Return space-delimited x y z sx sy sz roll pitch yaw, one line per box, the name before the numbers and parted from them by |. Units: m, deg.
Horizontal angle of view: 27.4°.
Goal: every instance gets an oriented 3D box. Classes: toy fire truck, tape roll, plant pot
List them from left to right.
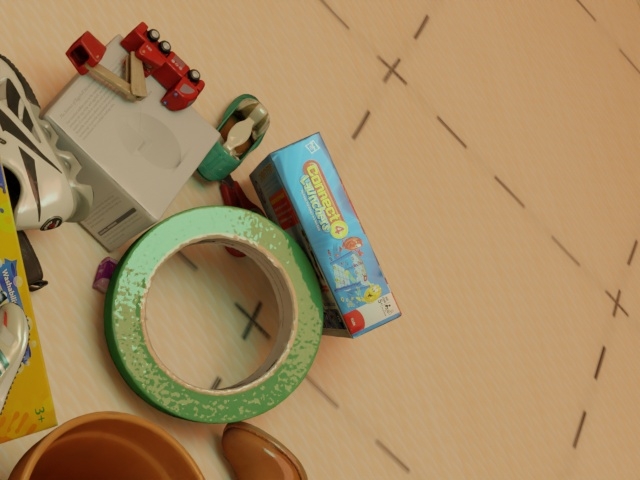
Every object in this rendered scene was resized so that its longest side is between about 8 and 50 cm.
plant pot | -0.303 0.386 1.678 0.290 0.203 0.291 20 56 -33
toy fire truck | -0.272 -0.254 1.957 0.192 0.047 0.135 45 45 -16
tape roll | -0.157 0.110 1.949 0.321 0.077 0.321 2 84 -18

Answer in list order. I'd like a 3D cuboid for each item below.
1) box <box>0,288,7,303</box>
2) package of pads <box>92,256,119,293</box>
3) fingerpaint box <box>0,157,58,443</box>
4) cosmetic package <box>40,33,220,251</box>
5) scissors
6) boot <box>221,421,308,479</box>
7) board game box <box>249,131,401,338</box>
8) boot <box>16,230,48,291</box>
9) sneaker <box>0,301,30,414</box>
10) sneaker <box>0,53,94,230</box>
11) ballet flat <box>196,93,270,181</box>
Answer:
box | -0.441 0.073 1.513 0.137 0.027 0.094 -46 113 -32
package of pads | -0.297 0.064 1.976 0.083 0.032 0.050 31 50 -26
fingerpaint box | -0.547 0.056 1.552 0.371 0.163 0.445 -13 94 -40
cosmetic package | -0.313 -0.149 1.996 0.225 0.138 0.224 46 45 -16
scissors | -0.152 -0.100 2.208 0.109 0.021 0.297 -4 70 -44
boot | -0.106 0.428 1.926 0.220 0.109 0.283 -37 99 -40
board game box | 0.000 0.000 2.077 0.086 0.308 0.302 -24 91 -9
boot | -0.510 0.005 1.780 0.263 0.091 0.229 60 42 -16
sneaker | -0.396 0.142 1.527 0.075 0.057 0.161 30 72 -43
sneaker | -0.464 -0.148 1.828 0.146 0.122 0.330 -22 64 -45
ballet flat | -0.128 -0.185 2.204 0.083 0.087 0.247 47 38 -14
